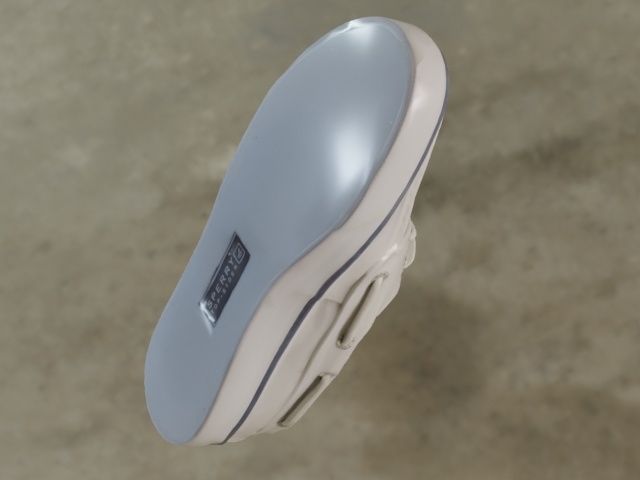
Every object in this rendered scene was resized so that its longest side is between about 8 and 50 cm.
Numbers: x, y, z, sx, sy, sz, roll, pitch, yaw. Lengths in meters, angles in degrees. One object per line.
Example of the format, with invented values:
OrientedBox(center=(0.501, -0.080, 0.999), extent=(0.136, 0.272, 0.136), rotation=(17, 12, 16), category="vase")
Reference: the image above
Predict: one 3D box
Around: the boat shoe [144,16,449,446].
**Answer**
OrientedBox(center=(0.000, 0.000, 0.816), extent=(0.258, 0.084, 0.095), rotation=(-54, 47, 36), category="boat shoe")
